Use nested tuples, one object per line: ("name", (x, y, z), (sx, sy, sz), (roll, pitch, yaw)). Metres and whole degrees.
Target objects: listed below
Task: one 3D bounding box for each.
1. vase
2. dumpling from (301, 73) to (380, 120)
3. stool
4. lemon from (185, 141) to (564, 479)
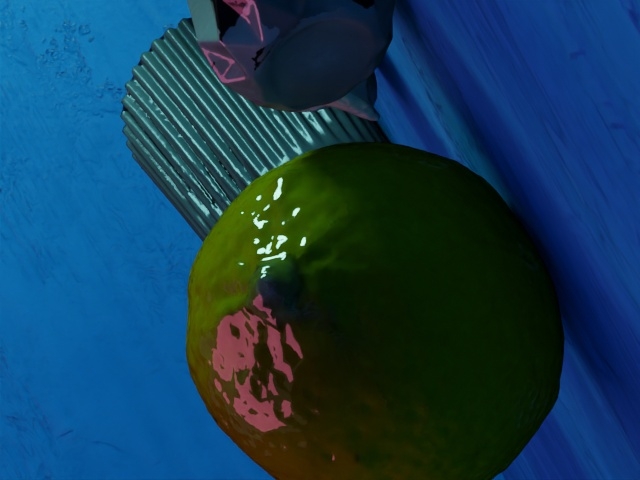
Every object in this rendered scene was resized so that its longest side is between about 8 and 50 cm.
("vase", (-0.067, -0.276, 1.355), (0.360, 0.165, 0.165), (64, -179, 32))
("dumpling", (-0.011, -0.198, 1.645), (0.179, 0.131, 0.252), (27, -159, -22))
("stool", (-0.065, -0.103, 2.094), (0.330, 0.297, 0.297), (54, 175, 44))
("lemon", (0.047, 0.075, 1.344), (0.336, 0.336, 0.336), (60, 179, 2))
